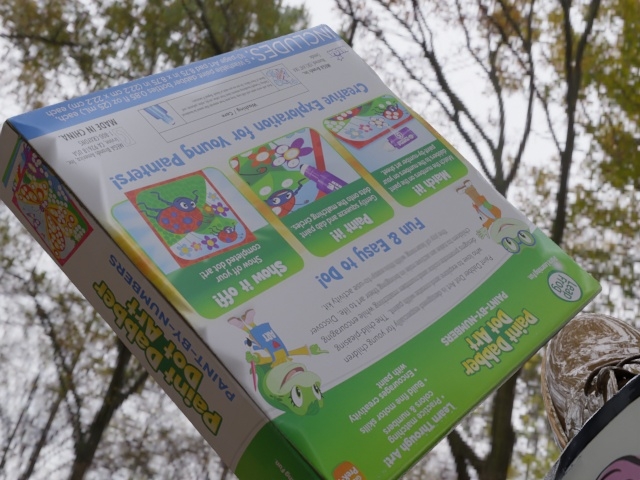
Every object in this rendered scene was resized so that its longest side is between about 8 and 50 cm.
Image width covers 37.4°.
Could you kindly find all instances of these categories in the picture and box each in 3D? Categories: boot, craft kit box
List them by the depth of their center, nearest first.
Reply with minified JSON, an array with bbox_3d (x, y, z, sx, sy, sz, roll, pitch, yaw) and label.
[{"bbox_3d":[0.000,0.000,0.514,0.246,0.250,0.061,45,-47,17],"label":"craft kit box"},{"bbox_3d":[0.203,0.105,0.578,0.112,0.305,0.115,-18,-68,5],"label":"boot"}]

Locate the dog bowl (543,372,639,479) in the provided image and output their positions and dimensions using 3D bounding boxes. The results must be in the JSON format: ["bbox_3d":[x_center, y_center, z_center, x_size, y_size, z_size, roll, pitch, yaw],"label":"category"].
[{"bbox_3d":[0.267,0.216,0.347,0.408,0.150,0.407,4,-70,12],"label":"dog bowl"}]
